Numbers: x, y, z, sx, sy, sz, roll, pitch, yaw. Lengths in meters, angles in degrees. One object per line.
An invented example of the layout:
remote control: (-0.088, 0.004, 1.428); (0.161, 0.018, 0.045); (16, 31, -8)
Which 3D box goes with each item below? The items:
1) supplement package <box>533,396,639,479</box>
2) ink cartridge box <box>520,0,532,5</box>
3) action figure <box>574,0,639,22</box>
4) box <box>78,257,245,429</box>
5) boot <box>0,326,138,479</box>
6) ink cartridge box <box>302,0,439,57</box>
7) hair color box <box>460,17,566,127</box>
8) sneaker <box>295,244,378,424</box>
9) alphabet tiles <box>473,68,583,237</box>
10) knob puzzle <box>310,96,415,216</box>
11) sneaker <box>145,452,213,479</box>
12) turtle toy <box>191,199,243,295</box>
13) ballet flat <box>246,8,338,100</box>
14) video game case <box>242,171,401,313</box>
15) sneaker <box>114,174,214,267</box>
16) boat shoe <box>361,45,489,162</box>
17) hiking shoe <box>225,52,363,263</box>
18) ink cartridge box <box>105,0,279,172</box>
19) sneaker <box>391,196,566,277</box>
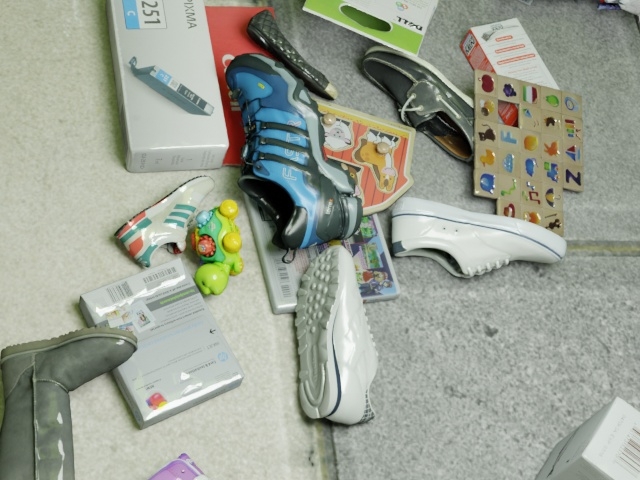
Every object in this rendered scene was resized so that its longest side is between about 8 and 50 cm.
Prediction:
supplement package: (0.355, 0.294, 1.522); (0.105, 0.179, 0.105); (37, 58, 5)
ink cartridge box: (0.345, -0.455, 2.033); (0.063, 0.029, 0.115); (25, 56, -1)
action figure: (0.440, -0.502, 1.980); (0.341, 0.178, 0.330); (-15, 67, -34)
box: (-0.203, 0.128, 1.534); (0.145, 0.038, 0.186); (-22, 69, -25)
boot: (-0.301, 0.216, 1.415); (0.190, 0.076, 0.208); (-15, 55, 11)
ink cartridge box: (0.075, -0.359, 1.834); (0.189, 0.097, 0.255); (23, 48, -2)
hair color box: (0.302, -0.265, 1.898); (0.093, 0.053, 0.167); (-16, 69, -24)
sneaker: (0.028, 0.123, 1.577); (0.095, 0.090, 0.235); (12, 71, -31)
alphabet tiles: (0.314, -0.127, 1.803); (0.198, 0.009, 0.237); (10, 73, -25)
knob puzzle: (0.044, -0.114, 1.724); (0.213, 0.030, 0.213); (8, 58, -12)
sneaker: (-0.101, 0.314, 1.425); (0.282, 0.102, 0.161); (-9, 61, -21)
turtle toy: (-0.137, 0.012, 1.592); (0.066, 0.095, 0.130); (-5, 63, -4)
ballet flat: (-0.036, -0.274, 1.784); (0.173, 0.057, 0.049); (43, 76, -6)
video game case: (0.000, 0.000, 1.677); (0.184, 0.023, 0.201); (-6, 62, -19)
sneaker: (-0.196, -0.023, 1.620); (0.161, 0.057, 0.075); (-36, 93, -31)
boat shoe: (0.154, -0.207, 1.803); (0.233, 0.084, 0.079); (38, 57, 3)
hiking shoe: (-0.062, -0.124, 1.625); (0.132, 0.113, 0.304); (-21, 71, -31)
ink cartridge box: (-0.165, -0.242, 1.739); (0.261, 0.066, 0.296); (-3, 63, -17)
sneaker: (0.220, 0.011, 1.708); (0.258, 0.094, 0.091); (11, 77, -5)
